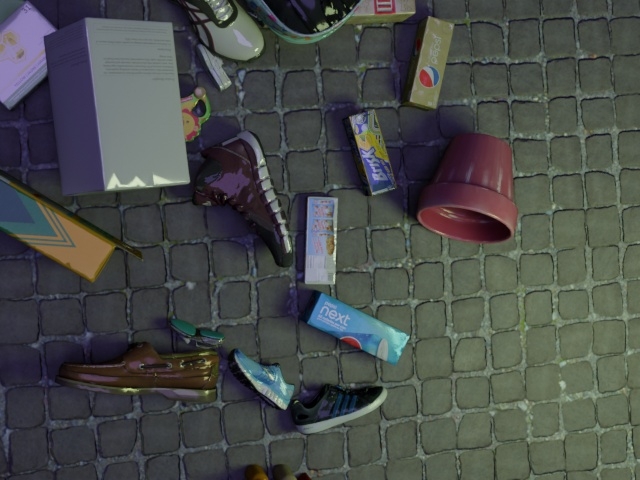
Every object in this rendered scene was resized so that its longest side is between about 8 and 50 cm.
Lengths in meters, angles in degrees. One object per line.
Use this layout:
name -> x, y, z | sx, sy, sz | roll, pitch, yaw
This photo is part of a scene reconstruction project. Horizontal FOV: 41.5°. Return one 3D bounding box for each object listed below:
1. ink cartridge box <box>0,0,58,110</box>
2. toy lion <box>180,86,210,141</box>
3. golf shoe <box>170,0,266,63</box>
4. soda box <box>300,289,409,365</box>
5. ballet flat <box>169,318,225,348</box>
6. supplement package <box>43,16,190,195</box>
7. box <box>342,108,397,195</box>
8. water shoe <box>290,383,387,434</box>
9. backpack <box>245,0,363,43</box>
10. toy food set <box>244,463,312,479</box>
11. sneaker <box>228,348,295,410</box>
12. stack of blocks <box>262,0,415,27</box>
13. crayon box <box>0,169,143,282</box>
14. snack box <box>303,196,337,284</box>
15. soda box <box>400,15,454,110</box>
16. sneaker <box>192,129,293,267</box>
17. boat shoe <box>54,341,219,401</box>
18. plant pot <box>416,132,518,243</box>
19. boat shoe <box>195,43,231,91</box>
ink cartridge box -> -0.596, -0.380, 1.555 | 0.171, 0.056, 0.235 | -45, 103, -7
toy lion -> -0.261, -0.242, 1.652 | 0.100, 0.034, 0.096 | -21, 104, -12
golf shoe -> -0.211, -0.445, 1.608 | 0.273, 0.120, 0.105 | 43, 82, -13
soda box -> 0.071, 0.178, 1.727 | 0.210, 0.067, 0.071 | 27, 86, -12
ballet flat -> -0.248, 0.190, 1.670 | 0.114, 0.041, 0.041 | 19, 88, -12
supplement package -> -0.368, -0.235, 1.524 | 0.177, 0.175, 0.293 | -9, 95, -42
box -> 0.100, -0.177, 1.724 | 0.059, 0.054, 0.169 | -18, 97, -11
water shoe -> 0.039, 0.327, 1.723 | 0.203, 0.073, 0.080 | -21, 95, -12
backpack -> -0.041, -0.483, 1.516 | 0.225, 0.191, 0.253 | -44, 94, -4
toy food set -> -0.046, 0.538, 1.696 | 0.111, 0.104, 0.232 | -35, 99, -9
sneaker -> -0.118, 0.268, 1.701 | 0.162, 0.063, 0.073 | 44, 65, -15
stack of blocks -> 0.029, -0.520, 1.674 | 0.297, 0.087, 0.171 | -6, 94, -12
crayon box -> -0.481, -0.021, 1.520 | 0.323, 0.203, 0.083 | 31, 86, -12
snack box -> 0.000, 0.000, 1.725 | 0.064, 0.022, 0.178 | 2, 92, -12
soda box -> 0.221, -0.363, 1.741 | 0.061, 0.058, 0.181 | 13, 90, -13
sneaker -> -0.161, -0.063, 1.654 | 0.162, 0.106, 0.281 | -18, 86, -6
boat shoe -> -0.346, 0.243, 1.621 | 0.307, 0.110, 0.104 | 8, 87, -23
plant pot -> 0.310, -0.111, 1.715 | 0.201, 0.201, 0.180 | 19, 73, -13
boat shoe -> -0.207, -0.343, 1.656 | 0.035, 0.035, 0.100 | -34, 102, -18
